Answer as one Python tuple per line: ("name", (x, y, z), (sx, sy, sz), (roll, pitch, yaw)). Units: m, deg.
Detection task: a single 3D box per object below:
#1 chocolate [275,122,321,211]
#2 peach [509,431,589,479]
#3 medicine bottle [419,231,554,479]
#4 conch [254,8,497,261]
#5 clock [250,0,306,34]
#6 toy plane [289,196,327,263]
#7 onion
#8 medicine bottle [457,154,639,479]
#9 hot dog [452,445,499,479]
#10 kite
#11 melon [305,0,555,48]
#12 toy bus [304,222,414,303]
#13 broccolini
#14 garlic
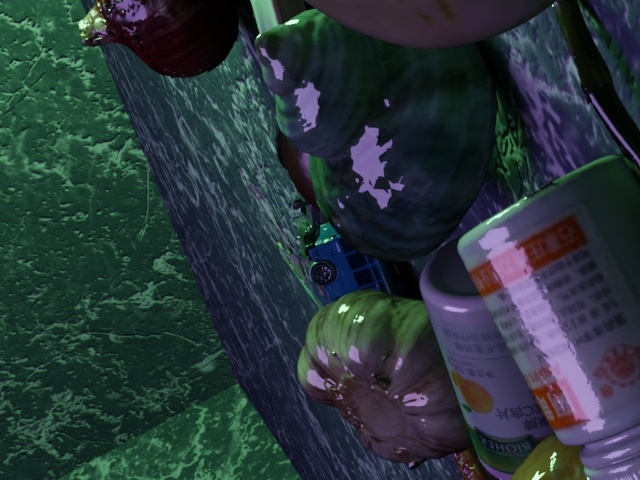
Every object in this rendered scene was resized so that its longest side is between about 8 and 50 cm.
("chocolate", (0.047, -0.094, 1.332), (0.177, 0.177, 0.177), (58, 168, 21))
("peach", (0.242, 0.248, 1.103), (0.232, 0.232, 0.232), (58, 168, 21))
("medicine bottle", (0.188, 0.128, 1.221), (0.133, 0.133, 0.274), (43, 158, 59))
("conch", (0.049, -0.105, 1.161), (0.277, 0.220, 0.195), (34, -127, -39))
("clock", (-0.039, -0.221, 1.464), (0.244, 0.056, 0.244), (167, 90, -90))
("toy plane", (-0.003, 0.002, 1.949), (0.226, 0.058, 0.226), (55, 166, 49))
("onion", (-0.225, -0.324, 1.796), (0.252, 0.219, 0.252), (64, 178, 5))
("medicine bottle", (0.214, 0.076, 0.969), (0.252, 0.144, 0.144), (59, 168, 5))
("hot dog", (0.212, 0.317, 1.766), (0.144, 0.038, 0.062), (57, 167, 27))
("kite", (-0.016, 0.049, 1.922), (0.368, 0.014, 0.406), (58, 174, -7))
("melon", (0.044, -0.245, 0.796), (0.317, 0.223, 0.223), (-122, 12, -46))
("toy bus", (0.056, 0.063, 1.703), (0.090, 0.106, 0.184), (-79, -33, -72))
("broccolini", (0.213, -0.063, 0.913), (0.054, 0.051, 0.239), (-14, -106, -56))
("garlic", (0.095, 0.149, 1.593), (0.245, 0.160, 0.245), (20, 140, 18))
